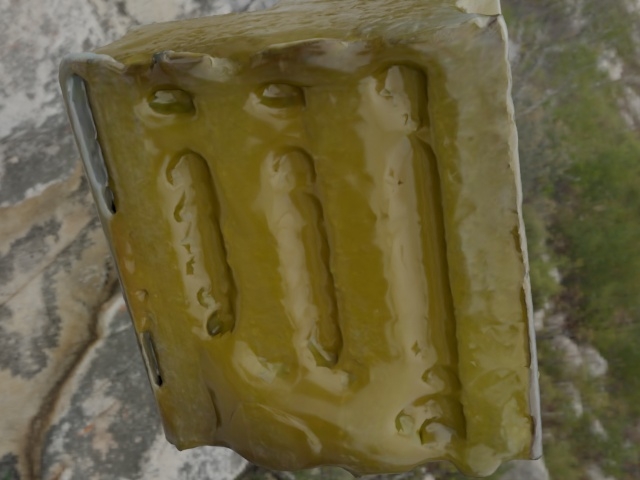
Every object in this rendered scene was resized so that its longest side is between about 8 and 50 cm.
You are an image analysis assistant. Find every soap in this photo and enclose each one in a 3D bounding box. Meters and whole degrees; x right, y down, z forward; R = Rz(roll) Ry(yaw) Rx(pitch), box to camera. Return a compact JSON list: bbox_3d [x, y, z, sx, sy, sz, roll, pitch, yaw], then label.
[{"bbox_3d":[0.000,0.000,0.567,0.143,0.259,0.281,-66,150,-58],"label":"soap"}]
